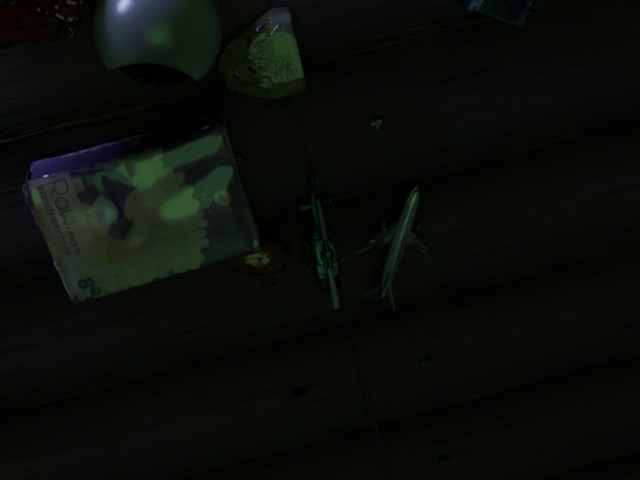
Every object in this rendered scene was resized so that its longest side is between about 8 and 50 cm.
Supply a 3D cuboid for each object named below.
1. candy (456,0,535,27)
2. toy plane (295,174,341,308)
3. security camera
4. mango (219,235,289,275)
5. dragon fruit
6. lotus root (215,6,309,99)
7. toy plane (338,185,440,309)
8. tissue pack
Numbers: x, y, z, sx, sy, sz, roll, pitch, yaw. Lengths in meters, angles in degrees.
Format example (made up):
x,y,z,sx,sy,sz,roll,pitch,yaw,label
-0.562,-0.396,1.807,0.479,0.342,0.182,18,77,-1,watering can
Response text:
x,y,z,sx,sy,sz,roll,pitch,yaw,label
0.297,-0.404,1.635,0.136,0.038,0.088,10,117,-24,candy
0.000,0.000,1.751,0.060,0.096,0.235,-12,99,-6,toy plane
-0.238,-0.323,1.476,0.194,0.236,0.194,-4,115,-10,security camera
-0.116,0.030,1.761,0.127,0.063,0.077,1,123,-9,mango
-0.464,-0.385,1.406,0.299,0.244,0.244,25,110,0,dragon fruit
-0.092,-0.284,1.609,0.144,0.070,0.143,-22,116,2,lotus root
0.137,0.008,1.782,0.226,0.058,0.226,2,105,-33,toy plane
-0.292,-0.054,1.656,0.344,0.125,0.242,-17,117,-1,tissue pack
